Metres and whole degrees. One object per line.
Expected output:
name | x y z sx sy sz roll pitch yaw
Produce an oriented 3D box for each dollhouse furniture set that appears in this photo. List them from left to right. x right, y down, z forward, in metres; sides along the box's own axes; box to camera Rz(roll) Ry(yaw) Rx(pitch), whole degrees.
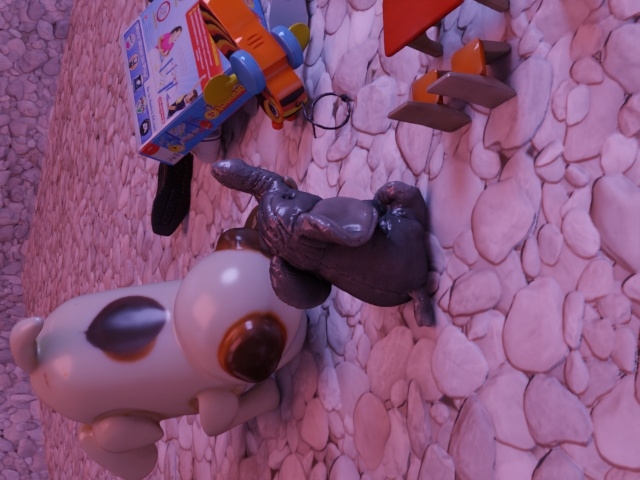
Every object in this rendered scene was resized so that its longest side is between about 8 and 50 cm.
dollhouse furniture set | 0.140 -0.284 0.855 0.259 0.135 0.261 -26 63 58

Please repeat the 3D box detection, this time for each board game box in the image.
board game box | -0.239 -0.350 1.498 0.302 0.086 0.308 -34 56 30

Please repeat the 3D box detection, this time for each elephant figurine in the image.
elephant figurine | 0.000 0.000 0.955 0.186 0.240 0.169 14 98 61

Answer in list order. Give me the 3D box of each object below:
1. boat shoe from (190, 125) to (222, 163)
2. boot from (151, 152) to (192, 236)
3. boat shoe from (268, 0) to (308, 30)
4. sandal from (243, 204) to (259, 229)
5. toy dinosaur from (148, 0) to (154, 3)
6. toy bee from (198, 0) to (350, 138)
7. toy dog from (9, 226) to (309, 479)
boat shoe | -0.267 -0.238 1.645 0.267 0.096 0.088 41 139 48
boot | -0.340 -0.103 1.785 0.137 0.077 0.197 -5 68 66
boat shoe | -0.051 -0.405 1.314 0.083 0.065 0.183 -61 -34 -72
sandal | -0.121 0.017 1.384 0.180 0.049 0.072 -58 41 16
toy dinosaur | -0.316 -0.601 1.780 0.160 0.121 0.313 -44 -40 -64
toy bee | -0.088 -0.245 1.247 0.162 0.195 0.298 101 152 -67
toy dog | -0.207 0.136 1.208 0.408 0.395 0.284 -23 45 22
